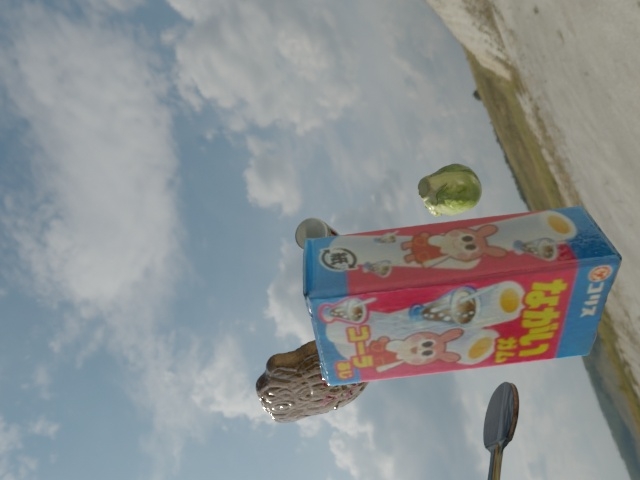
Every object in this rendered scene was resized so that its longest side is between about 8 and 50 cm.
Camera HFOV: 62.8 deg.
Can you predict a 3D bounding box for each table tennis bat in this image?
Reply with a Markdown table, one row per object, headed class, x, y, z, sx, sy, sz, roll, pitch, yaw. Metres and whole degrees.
| class | x | y | z | sx | sy | sz | roll | pitch | yaw |
| --- | --- | --- | --- | --- | --- | --- | --- | --- | --- |
| table tennis bat | 0.360 | 0.391 | 1.062 | 0.130 | 0.019 | 0.220 | 111 | 180 | -56 |

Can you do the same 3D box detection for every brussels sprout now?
| class | x | y | z | sx | sy | sz | roll | pitch | yaw |
| --- | --- | --- | --- | --- | --- | --- | --- | --- | --- |
| brussels sprout | 0.360 | -0.138 | 1.430 | 0.183 | 0.145 | 0.131 | 10 | -113 | -49 |

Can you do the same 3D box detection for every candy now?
| class | x | y | z | sx | sy | sz | roll | pitch | yaw |
| --- | --- | --- | --- | --- | --- | --- | --- | --- | --- |
| candy | 0.142 | 0.063 | 0.577 | 0.100 | 0.306 | 0.157 | -92 | -7 | -50 |

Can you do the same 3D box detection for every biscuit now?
| class | x | y | z | sx | sy | sz | roll | pitch | yaw |
| --- | --- | --- | --- | --- | --- | --- | --- | --- | --- |
| biscuit | -0.009 | 0.305 | 1.130 | 0.049 | 0.257 | 0.273 | -112 | 13 | -45 |

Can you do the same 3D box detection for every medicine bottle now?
| class | x | y | z | sx | sy | sz | roll | pitch | yaw |
| --- | --- | --- | --- | --- | --- | --- | --- | --- | --- |
| medicine bottle | 0.000 | 0.000 | 0.882 | 0.091 | 0.058 | 0.058 | 33 | -136 | -66 |
